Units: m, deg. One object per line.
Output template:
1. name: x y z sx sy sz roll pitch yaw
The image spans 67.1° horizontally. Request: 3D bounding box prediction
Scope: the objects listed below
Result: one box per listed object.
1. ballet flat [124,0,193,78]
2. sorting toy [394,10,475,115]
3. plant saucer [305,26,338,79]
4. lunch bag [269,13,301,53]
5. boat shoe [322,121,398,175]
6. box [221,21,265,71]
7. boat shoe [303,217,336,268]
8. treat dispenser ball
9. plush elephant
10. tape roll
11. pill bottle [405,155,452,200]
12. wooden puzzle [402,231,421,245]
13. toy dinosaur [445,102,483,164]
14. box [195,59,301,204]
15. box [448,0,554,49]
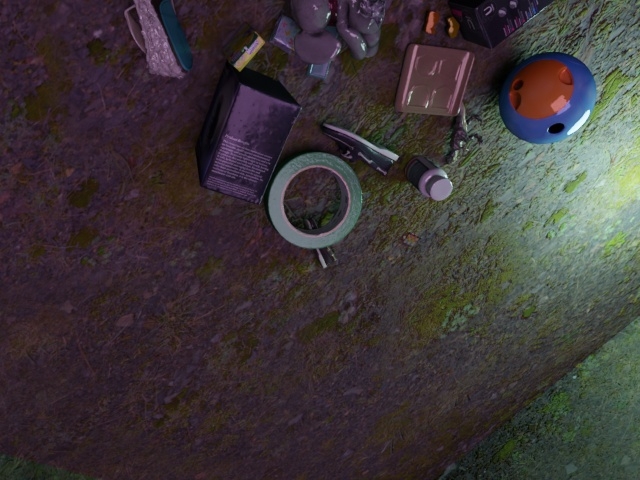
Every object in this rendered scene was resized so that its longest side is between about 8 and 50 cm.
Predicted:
1. ballet flat: -0.439 -0.602 1.197 0.147 0.147 0.408 -15 124 -9
2. sorting toy: 0.373 -0.559 1.546 0.229 0.041 0.307 2 120 -14
3. plant saucer: 0.013 -0.576 1.426 0.067 0.018 0.192 7 119 -22
4. lunch bag: -0.096 -0.584 1.363 0.071 0.053 0.083 21 87 -28
5. boat shoe: 0.124 -0.295 1.580 0.303 0.114 0.091 20 107 -27
6. box: -0.207 -0.518 1.290 0.105 0.179 0.043 -45 123 12
7. boat shoe: 0.000 0.000 1.749 0.069 0.081 0.227 -27 129 -9
8. treat dispenser ball: 0.732 -0.461 1.569 0.288 0.288 0.288 -8 123 -13
9. plush elephant: 0.035 -0.610 1.260 0.256 0.330 0.271 3 118 3
10. tape roll: -0.023 -0.134 1.602 0.322 0.077 0.321 -4 104 -17
11. pill bottle: 0.376 -0.213 1.673 0.108 0.180 0.107 -8 123 -13
12. wooden puzzle: 0.358 -0.005 1.904 0.083 0.006 0.049 23 112 -29
13. toy dinosaur: 0.505 -0.385 1.685 0.118 0.064 0.268 -6 119 -7
14. box: -0.218 -0.309 1.348 0.183 0.296 0.294 17 113 -26
15. box: 0.548 -0.720 1.421 0.270 0.165 0.143 -38 125 6
